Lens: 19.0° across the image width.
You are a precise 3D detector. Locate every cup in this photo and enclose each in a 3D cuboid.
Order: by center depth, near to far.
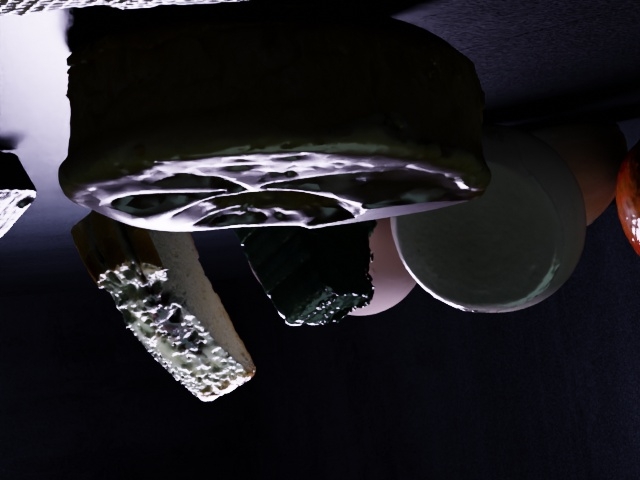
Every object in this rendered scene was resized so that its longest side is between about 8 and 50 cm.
[{"bbox_3d":[0.037,-0.019,2.486,0.253,0.191,0.200,-40,162,17],"label":"cup"}]

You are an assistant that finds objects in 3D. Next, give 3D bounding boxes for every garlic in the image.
[{"bbox_3d":[0.259,-0.083,2.377,0.245,0.145,0.164,-6,-153,10],"label":"garlic"}]

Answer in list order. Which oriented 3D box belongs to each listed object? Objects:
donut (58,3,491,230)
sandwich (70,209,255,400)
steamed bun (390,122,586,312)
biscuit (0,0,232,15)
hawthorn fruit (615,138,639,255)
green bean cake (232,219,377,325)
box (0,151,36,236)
[{"bbox_3d":[-0.037,-0.093,1.458,0.330,0.159,0.330,-2,166,0],"label":"donut"},{"bbox_3d":[-0.203,0.075,2.486,0.100,0.288,0.254,-26,176,9],"label":"sandwich"},{"bbox_3d":[0.201,-0.034,2.245,0.232,0.231,0.145,-10,-160,24],"label":"steamed bun"},{"bbox_3d":[-0.093,-0.155,0.991,0.239,0.061,0.108,-6,176,-21],"label":"biscuit"},{"bbox_3d":[0.515,-0.003,2.288,0.285,0.368,0.285,-19,-169,4],"label":"hawthorn fruit"},{"bbox_3d":[0.000,0.000,2.225,0.107,0.208,0.193,-41,155,29],"label":"green bean cake"},{"bbox_3d":[-0.452,-0.004,1.840,0.211,0.058,0.350,-45,157,29],"label":"box"}]
